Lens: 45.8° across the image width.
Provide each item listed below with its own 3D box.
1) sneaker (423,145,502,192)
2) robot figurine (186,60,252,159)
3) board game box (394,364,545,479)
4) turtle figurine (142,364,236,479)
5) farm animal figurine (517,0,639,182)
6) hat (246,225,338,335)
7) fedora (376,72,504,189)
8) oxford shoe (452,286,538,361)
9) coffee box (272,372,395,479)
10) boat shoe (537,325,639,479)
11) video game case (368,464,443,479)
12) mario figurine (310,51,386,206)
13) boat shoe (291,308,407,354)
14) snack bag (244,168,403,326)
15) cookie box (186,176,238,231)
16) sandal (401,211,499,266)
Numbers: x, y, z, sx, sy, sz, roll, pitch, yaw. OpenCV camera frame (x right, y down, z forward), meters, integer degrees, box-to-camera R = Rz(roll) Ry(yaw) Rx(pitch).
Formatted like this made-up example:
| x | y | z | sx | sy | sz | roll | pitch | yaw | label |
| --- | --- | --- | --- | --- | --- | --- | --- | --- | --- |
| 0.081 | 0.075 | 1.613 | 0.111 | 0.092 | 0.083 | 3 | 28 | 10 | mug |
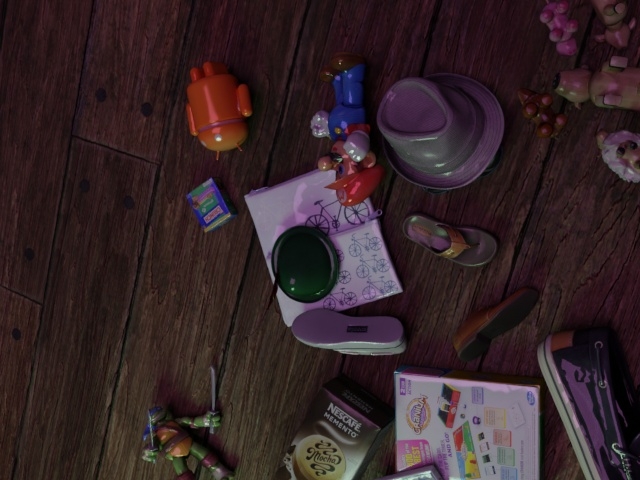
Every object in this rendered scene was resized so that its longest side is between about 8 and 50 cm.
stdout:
| x | y | z | sx | sy | sz | roll | pitch | yaw | label |
| --- | --- | --- | --- | --- | --- | --- | --- | --- | --- |
| 0.294 | -0.148 | 1.572 | 0.188 | 0.078 | 0.067 | -28 | 84 | 25 | sneaker |
| -0.239 | -0.306 | 1.779 | 0.157 | 0.128 | 0.220 | -13 | 91 | -6 | robot figurine |
| 0.318 | 0.405 | 1.635 | 0.316 | 0.064 | 0.243 | 2 | 97 | 25 | board game box |
| -0.331 | 0.511 | 1.884 | 0.274 | 0.197 | 0.266 | -41 | 82 | 27 | turtle figurine |
| 0.530 | -0.315 | 1.404 | 0.326 | 0.172 | 0.331 | 28 | 100 | 7 | farm animal figurine |
| -0.072 | 0.078 | 1.676 | 0.172 | 0.183 | 0.209 | -14 | 91 | 27 | hat |
| 0.218 | -0.240 | 1.527 | 0.275 | 0.124 | 0.244 | 41 | 101 | 39 | fedora |
| 0.359 | 0.160 | 1.588 | 0.212 | 0.076 | 0.076 | -40 | 39 | 14 | oxford shoe |
| 0.030 | 0.482 | 1.750 | 0.168 | 0.118 | 0.297 | 32 | 109 | 19 | coffee box |
| 0.588 | 0.393 | 1.443 | 0.156 | 0.186 | 0.501 | -28 | 79 | 31 | boat shoe |
| 0.213 | 0.596 | 1.687 | 0.201 | 0.023 | 0.184 | -26 | 102 | 33 | video game case |
| 0.037 | -0.230 | 1.611 | 0.170 | 0.198 | 0.321 | -8 | 82 | 18 | mario figurine |
| 0.067 | 0.216 | 1.719 | 0.267 | 0.088 | 0.096 | -2 | 52 | 18 | boat shoe |
| 0.000 | 0.000 | 1.754 | 0.322 | 0.037 | 0.343 | -18 | 88 | 26 | snack bag |
| -0.267 | -0.088 | 1.867 | 0.091 | 0.040 | 0.107 | -32 | 83 | 24 | cookie box |
| 0.269 | -0.004 | 1.611 | 0.219 | 0.060 | 0.090 | 24 | 106 | 21 | sandal |
